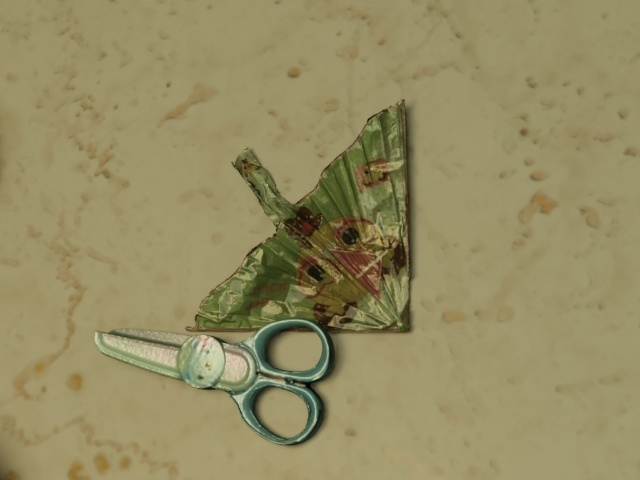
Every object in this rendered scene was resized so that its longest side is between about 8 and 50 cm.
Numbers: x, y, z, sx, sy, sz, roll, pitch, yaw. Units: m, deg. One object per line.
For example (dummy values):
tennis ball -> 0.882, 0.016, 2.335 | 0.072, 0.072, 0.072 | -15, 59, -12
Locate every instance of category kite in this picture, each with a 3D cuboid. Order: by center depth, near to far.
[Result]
kite -> 0.000, 0.000, 1.545 | 0.268, 0.013, 0.323 | 44, 95, 24

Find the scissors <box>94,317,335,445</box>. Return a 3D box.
scissors -> -0.111, 0.123, 1.543 | 0.256, 0.030, 0.125 | 10, 86, 22
